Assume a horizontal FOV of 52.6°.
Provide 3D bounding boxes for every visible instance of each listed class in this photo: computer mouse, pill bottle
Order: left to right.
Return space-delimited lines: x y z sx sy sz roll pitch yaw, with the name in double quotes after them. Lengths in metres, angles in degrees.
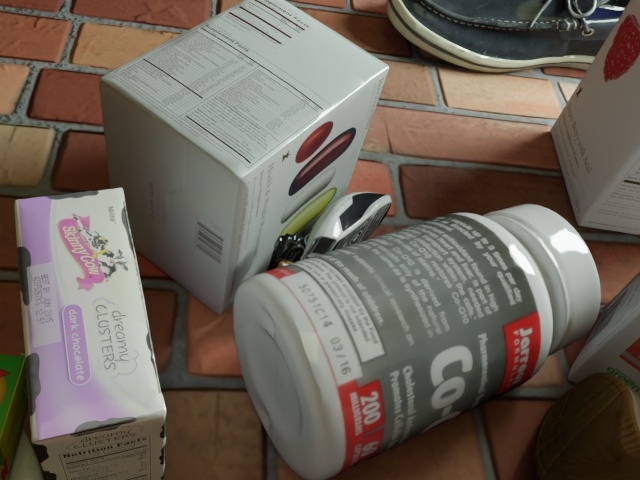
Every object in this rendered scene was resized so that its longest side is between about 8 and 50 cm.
0.000 0.000 0.629 0.042 0.106 0.193 41 45 15 "computer mouse"
0.085 0.069 0.543 0.283 0.161 0.161 -17 58 -24 "pill bottle"

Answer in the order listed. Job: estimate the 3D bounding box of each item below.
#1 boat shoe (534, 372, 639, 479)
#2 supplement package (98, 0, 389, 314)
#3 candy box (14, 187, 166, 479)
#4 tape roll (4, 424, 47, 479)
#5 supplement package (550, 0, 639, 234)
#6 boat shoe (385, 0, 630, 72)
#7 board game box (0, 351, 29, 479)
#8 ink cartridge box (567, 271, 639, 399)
0.234 0.188 0.475 0.096 0.098 0.277 41 15 -1 "boat shoe"
-0.071 -0.082 0.603 0.149 0.194 0.203 36 53 14 "supplement package"
-0.154 0.090 0.445 0.070 0.196 0.165 -8 54 -19 "candy box"
-0.356 0.225 0.372 0.391 0.072 0.392 6 52 -8 "tape roll"
0.414 -0.161 0.718 0.175 0.293 0.178 8 50 -7 "supplement package"
0.341 -0.343 0.936 0.499 0.156 0.187 2 54 -10 "boat shoe"
-0.241 0.154 0.382 0.092 0.043 0.181 6 52 -10 "board game box"
0.418 0.107 0.522 0.309 0.272 0.130 37 53 15 "ink cartridge box"
